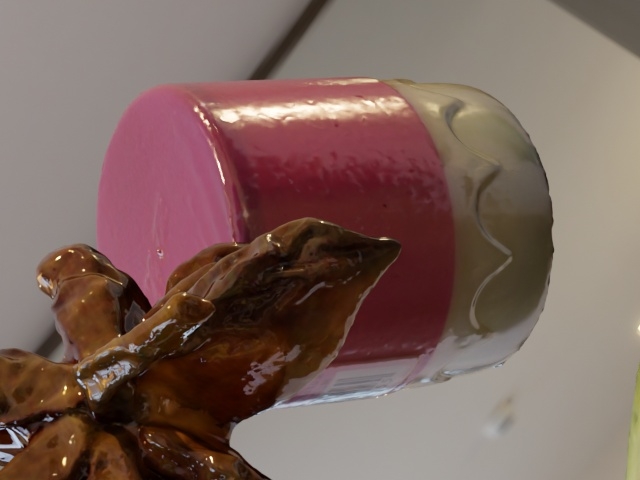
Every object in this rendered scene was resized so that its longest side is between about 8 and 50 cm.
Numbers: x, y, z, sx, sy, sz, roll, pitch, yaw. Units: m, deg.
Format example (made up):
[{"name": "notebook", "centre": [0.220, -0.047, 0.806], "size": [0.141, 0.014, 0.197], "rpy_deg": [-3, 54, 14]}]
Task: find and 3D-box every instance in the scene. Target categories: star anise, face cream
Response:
[{"name": "star anise", "centre": [-0.076, 0.068, 0.628], "size": [0.111, 0.196, 0.212], "rpy_deg": [25, -90, -45]}, {"name": "face cream", "centre": [0.000, 0.000, 0.892], "size": [0.195, 0.175, 0.175], "rpy_deg": [-4, -49, -32]}]

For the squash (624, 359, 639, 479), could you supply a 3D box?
[{"name": "squash", "centre": [0.287, 0.119, 0.514], "size": [0.263, 0.384, 0.263], "rpy_deg": [7, -90, -79]}]
